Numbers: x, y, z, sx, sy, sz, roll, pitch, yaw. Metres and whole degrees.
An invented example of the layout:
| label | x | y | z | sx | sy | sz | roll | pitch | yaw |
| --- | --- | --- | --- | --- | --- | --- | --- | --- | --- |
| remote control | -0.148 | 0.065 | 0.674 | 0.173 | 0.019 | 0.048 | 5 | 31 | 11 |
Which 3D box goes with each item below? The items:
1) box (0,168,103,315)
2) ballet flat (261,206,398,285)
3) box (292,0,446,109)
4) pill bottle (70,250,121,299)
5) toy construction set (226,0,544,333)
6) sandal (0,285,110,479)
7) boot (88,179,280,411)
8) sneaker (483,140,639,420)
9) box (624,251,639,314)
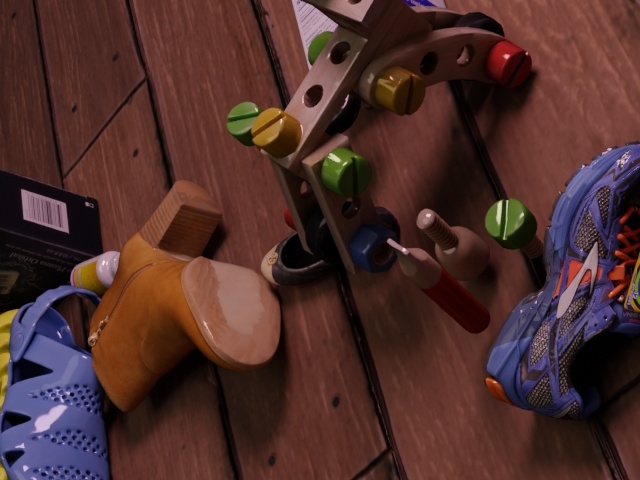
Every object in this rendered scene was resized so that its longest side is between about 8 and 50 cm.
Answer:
| label | x | y | z | sx | sy | sz | roll | pitch | yaw |
| --- | --- | --- | --- | --- | --- | --- | --- | --- | --- |
| box | -0.359 | 0.009 | 1.759 | 0.158 | 0.156 | 0.093 | -40 | 46 | 35 |
| ballet flat | 0.000 | 0.000 | 1.387 | 0.173 | 0.049 | 0.057 | -23 | 56 | 45 |
| box | 0.044 | -0.216 | 1.412 | 0.126 | 0.072 | 0.137 | -42 | 45 | 34 |
| pill bottle | -0.237 | 0.037 | 1.683 | 0.083 | 0.043 | 0.043 | -20 | 59 | 47 |
| toy construction set | 0.034 | -0.097 | 1.196 | 0.257 | 0.237 | 0.308 | -35 | 51 | 13 |
| sandal | -0.277 | 0.165 | 1.614 | 0.138 | 0.126 | 0.317 | -44 | 45 | 26 |
| boot | -0.144 | 0.097 | 1.501 | 0.211 | 0.104 | 0.295 | -59 | 32 | 23 |
| sneaker | 0.204 | 0.033 | 1.099 | 0.087 | 0.083 | 0.221 | 31 | 105 | 40 |
| box | 0.267 | -0.023 | 1.044 | 0.054 | 0.059 | 0.168 | 11 | 83 | 52 |
